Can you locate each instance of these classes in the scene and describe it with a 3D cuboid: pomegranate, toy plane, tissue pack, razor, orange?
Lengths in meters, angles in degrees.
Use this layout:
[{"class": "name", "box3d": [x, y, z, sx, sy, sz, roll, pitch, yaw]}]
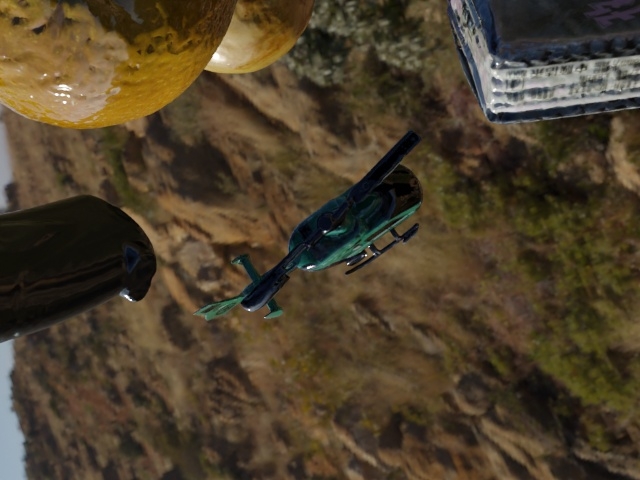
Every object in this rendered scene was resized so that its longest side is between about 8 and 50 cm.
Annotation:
[{"class": "pomegranate", "box3d": [-0.168, -0.473, 1.686, 0.338, 0.338, 0.338, 160, 90, -74]}, {"class": "toy plane", "box3d": [0.000, 0.000, 1.265, 0.106, 0.382, 0.155, 59, -167, 13]}, {"class": "tissue pack", "box3d": [0.331, -0.252, 1.035, 0.259, 0.361, 0.122, -99, 1, -49]}, {"class": "razor", "box3d": [-0.379, 0.036, 1.134, 0.204, 0.349, 0.113, 32, 121, 36]}, {"class": "orange", "box3d": [-0.175, -0.203, 0.661, 0.264, 0.264, 0.264, 160, 90, -74]}]
